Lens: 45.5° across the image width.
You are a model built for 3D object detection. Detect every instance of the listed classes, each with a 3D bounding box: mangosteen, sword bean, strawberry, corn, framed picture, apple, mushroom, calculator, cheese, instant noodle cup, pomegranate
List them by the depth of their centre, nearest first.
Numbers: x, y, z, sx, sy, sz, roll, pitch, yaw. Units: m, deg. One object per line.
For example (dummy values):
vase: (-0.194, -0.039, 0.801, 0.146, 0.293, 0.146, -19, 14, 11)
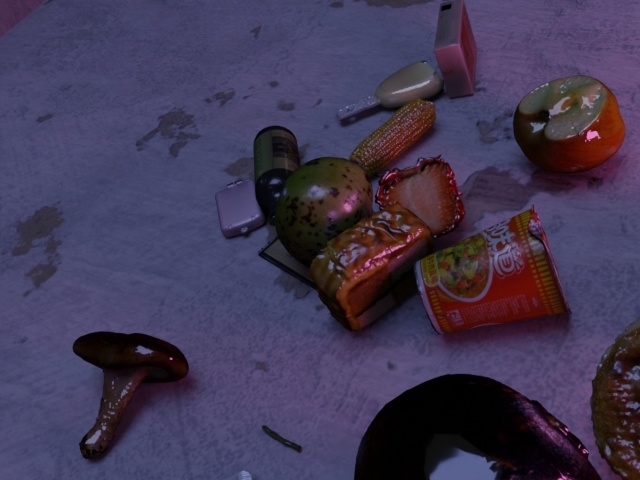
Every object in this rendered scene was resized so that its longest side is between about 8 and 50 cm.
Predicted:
mangosteen: (0.176, 0.321, 0.903, 0.330, 0.330, 0.330, -12, 43, 11)
sword bean: (-0.063, 0.316, 1.218, 0.083, 0.012, 0.012, 20, 56, 36)
instant noodle cup: (0.270, 0.061, 1.227, 0.212, 0.193, 0.193, -19, 41, 16)
mushroom: (-0.344, 0.273, 1.321, 0.227, 0.148, 0.217, -4, 62, 32)
pomegranate: (0.040, -0.041, 1.412, 0.248, 0.214, 0.214, 22, 49, -5)
apple: (0.461, -0.207, 1.424, 0.173, 0.160, 0.195, -24, 40, -7)
strawberry: (0.192, -0.060, 1.452, 0.167, 0.087, 0.208, -20, 50, 16)
framed picture: (0.000, 0.000, 1.519, 0.195, 0.010, 0.199, -42, 46, -21)
corn: (0.156, -0.221, 1.630, 0.238, 0.080, 0.080, -39, 44, -15)
calculator: (-0.174, -0.072, 1.651, 0.100, 0.032, 0.175, -20, 42, 3)
cheese: (0.155, -0.336, 1.771, 0.252, 0.054, 0.127, -23, 38, 0)

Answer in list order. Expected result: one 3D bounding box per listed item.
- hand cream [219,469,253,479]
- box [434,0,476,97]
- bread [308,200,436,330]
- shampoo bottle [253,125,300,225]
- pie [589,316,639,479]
hand cream: (-0.261, 0.456, 1.100, 0.359, 0.118, 0.185, -14, 38, -2)
box: (0.311, -0.441, 1.747, 0.058, 0.141, 0.201, -8, 42, 23)
bread: (0.097, 0.045, 1.304, 0.222, 0.181, 0.096, -35, 54, -14)
shampoo bottle: (-0.090, -0.128, 1.622, 0.101, 0.101, 0.284, -16, 42, 8)
pie: (0.486, 0.216, 0.947, 0.315, 0.092, 0.315, -10, 71, 31)
